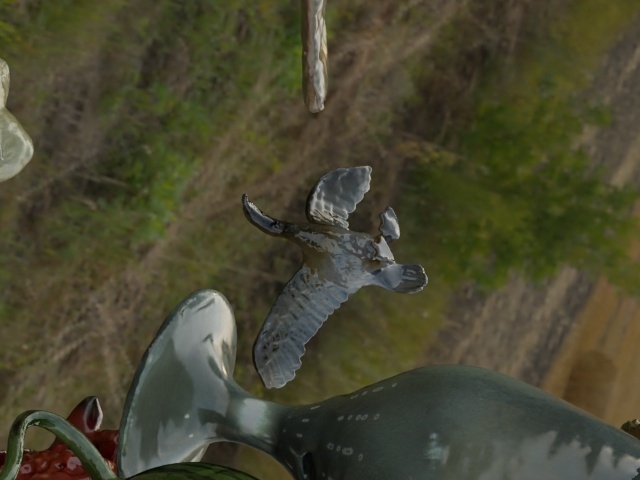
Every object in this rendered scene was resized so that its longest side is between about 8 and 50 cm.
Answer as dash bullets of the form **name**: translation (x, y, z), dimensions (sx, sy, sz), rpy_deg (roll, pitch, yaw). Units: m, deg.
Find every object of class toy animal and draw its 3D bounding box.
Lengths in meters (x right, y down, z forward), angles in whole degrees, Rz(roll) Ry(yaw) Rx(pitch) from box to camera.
- **toy animal**: translation (0.010, -0.004, 1.318), dimensions (0.197, 0.160, 0.272), rpy_deg (50, 49, -44)

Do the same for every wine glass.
- **wine glass**: translation (0.031, 0.109, 0.612), dimensions (0.126, 0.241, 0.126), rpy_deg (16, 90, -72)

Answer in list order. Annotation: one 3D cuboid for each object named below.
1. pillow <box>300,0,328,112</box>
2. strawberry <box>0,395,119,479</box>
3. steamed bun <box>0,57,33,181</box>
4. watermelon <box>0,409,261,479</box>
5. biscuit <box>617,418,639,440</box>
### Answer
- **pillow**: translation (-0.004, -0.227, 1.178), dimensions (0.135, 0.034, 0.211), rpy_deg (-94, -176, -51)
- **strawberry**: translation (-0.149, 0.213, 0.703), dimensions (0.174, 0.098, 0.228), rpy_deg (56, 40, -23)
- **steamed bun**: translation (-0.296, -0.081, 0.945), dimensions (0.141, 0.155, 0.172), rpy_deg (-3, 79, -84)
- **watermelon**: translation (-0.061, 0.144, 0.510), dimensions (0.187, 0.141, 0.141), rpy_deg (63, 21, 6)
- **biscuit**: translation (0.192, 0.166, 0.710), dimensions (0.025, 0.126, 0.206), rpy_deg (-25, 160, -14)
